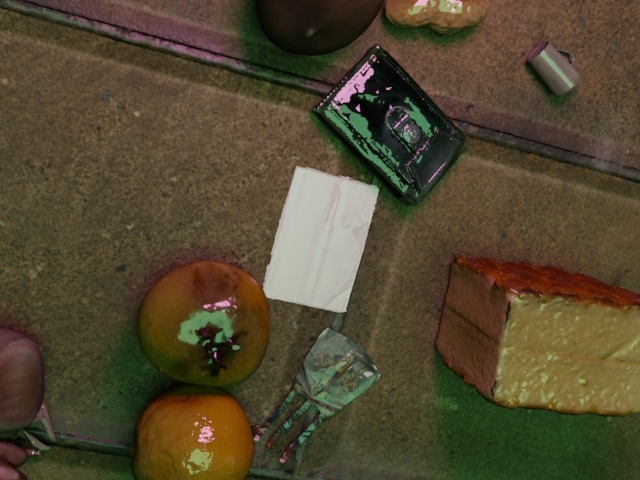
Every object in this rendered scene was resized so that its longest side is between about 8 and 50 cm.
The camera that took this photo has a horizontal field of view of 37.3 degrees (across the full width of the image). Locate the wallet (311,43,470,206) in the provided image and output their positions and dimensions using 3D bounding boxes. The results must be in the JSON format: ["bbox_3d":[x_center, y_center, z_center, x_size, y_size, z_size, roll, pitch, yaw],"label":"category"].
[{"bbox_3d":[0.121,-0.188,1.566,0.236,0.055,0.160,44,82,-16],"label":"wallet"}]

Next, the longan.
[{"bbox_3d":[0.001,-0.382,1.425,0.196,0.196,0.220,30,127,-16],"label":"longan"}]

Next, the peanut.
[{"bbox_3d":[0.189,-0.371,1.533,0.174,0.080,0.080,-3,102,-9],"label":"peanut"}]

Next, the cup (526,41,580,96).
[{"bbox_3d":[0.400,-0.298,1.604,0.075,0.054,0.083,-46,105,0],"label":"cup"}]

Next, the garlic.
[{"bbox_3d":[-0.498,0.266,1.432,0.210,0.292,0.237,-33,82,4],"label":"garlic"}]

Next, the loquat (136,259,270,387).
[{"bbox_3d":[-0.180,0.128,1.481,0.213,0.213,0.213,-2,102,-12],"label":"loquat"}]

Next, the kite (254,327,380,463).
[{"bbox_3d":[-0.011,0.273,1.644,0.141,0.015,0.245,43,86,-16],"label":"kite"}]

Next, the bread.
[{"bbox_3d":[0.369,0.155,1.578,0.279,0.279,0.207,7,97,-17],"label":"bread"}]

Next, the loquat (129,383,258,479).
[{"bbox_3d":[-0.201,0.330,1.517,0.208,0.208,0.208,-2,102,-12],"label":"loquat"}]

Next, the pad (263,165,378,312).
[{"bbox_3d":[0.000,0.000,1.598,0.156,0.004,0.232,13,98,-14],"label":"pad"}]
